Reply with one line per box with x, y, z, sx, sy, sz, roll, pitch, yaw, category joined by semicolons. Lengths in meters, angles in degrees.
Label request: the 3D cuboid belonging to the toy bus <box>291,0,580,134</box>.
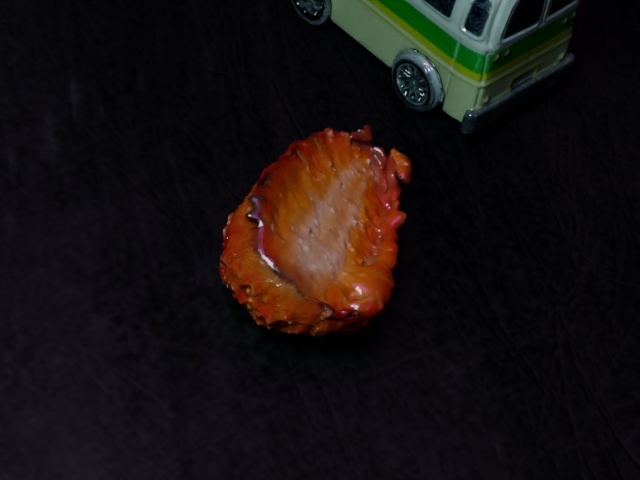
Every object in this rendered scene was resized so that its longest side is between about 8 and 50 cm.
0.074;-0.231;1.210;0.134;0.164;0.276;-31;60;-33;toy bus

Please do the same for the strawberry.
0.000;0.000;1.058;0.121;0.082;0.188;37;40;-3;strawberry
